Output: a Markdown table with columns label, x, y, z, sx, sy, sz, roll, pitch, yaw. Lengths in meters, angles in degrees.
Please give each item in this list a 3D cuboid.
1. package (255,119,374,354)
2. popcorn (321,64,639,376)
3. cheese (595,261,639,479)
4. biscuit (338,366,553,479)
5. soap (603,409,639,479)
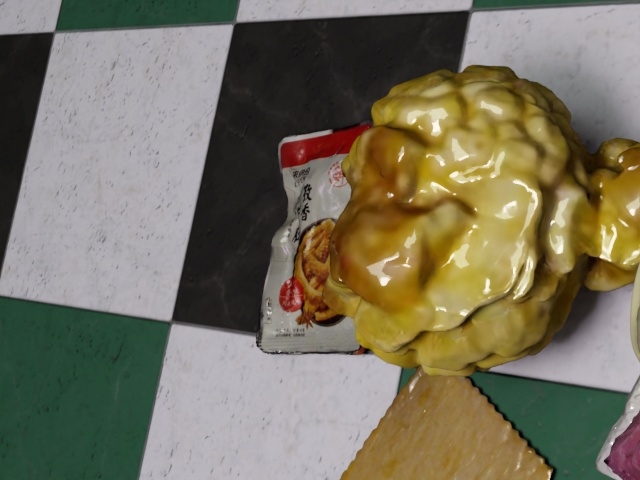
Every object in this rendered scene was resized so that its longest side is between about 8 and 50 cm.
| label | x | y | z | sx | sy | sz | roll | pitch | yaw |
| --- | --- | --- | --- | --- | --- | --- | --- | --- | --- |
| package | 0.000 | 0.000 | 1.627 | 0.154 | 0.030 | 0.239 | -5 | 75 | 45 |
| popcorn | 0.151 | -0.025 | 1.372 | 0.332 | 0.225 | 0.265 | -18 | 76 | 15 |
| cheese | 0.290 | 0.091 | 1.284 | 0.127 | 0.054 | 0.251 | 26 | 113 | 6 |
| biscuit | 0.105 | 0.254 | 1.459 | 0.237 | 0.013 | 0.232 | -57 | 46 | 16 |
| soap | 0.349 | 0.085 | 1.146 | 0.289 | 0.112 | 0.182 | -49 | 4 | -12 |
